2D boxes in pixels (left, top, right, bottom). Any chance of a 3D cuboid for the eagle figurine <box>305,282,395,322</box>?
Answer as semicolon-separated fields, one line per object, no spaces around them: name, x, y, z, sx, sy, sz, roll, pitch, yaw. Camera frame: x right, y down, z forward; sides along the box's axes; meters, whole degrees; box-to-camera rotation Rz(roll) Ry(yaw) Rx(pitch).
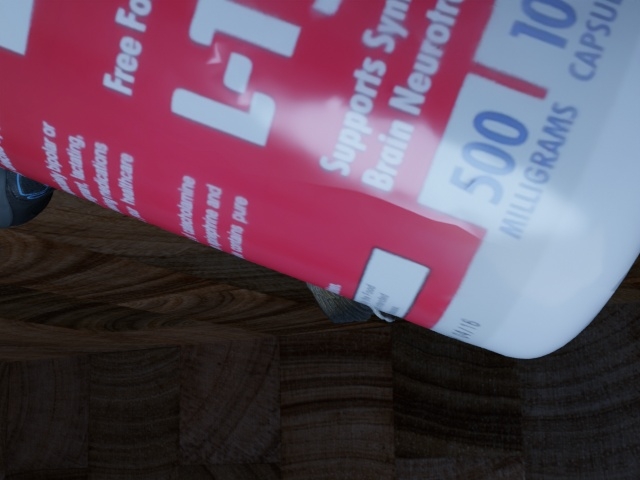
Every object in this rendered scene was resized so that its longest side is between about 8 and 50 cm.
eagle figurine;0.006;-0.005;1.283;0.298;0.226;0.225;-18;180;38

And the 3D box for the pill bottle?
pill bottle;-0.053;-0.120;0.463;0.408;0.229;0.229;20;168;3

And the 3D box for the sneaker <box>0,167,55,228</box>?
sneaker;-0.261;-0.088;1.015;0.140;0.125;0.341;-3;170;-13
